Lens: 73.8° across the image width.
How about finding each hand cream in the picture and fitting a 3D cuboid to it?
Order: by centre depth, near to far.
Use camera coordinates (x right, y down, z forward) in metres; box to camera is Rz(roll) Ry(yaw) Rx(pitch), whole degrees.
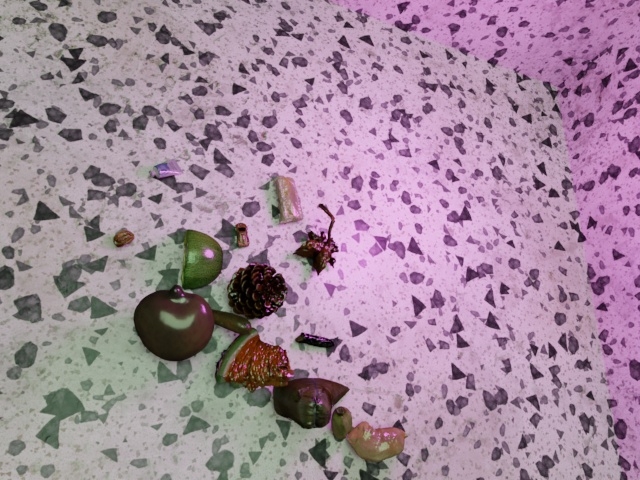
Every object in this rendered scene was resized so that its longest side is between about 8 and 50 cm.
[{"bbox_3d":[-0.694,-0.318,1.904,0.142,0.053,0.084,-29,82,-38],"label":"hand cream"}]

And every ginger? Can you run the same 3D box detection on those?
[{"bbox_3d":[0.245,0.842,1.780,0.267,0.138,0.152,12,62,-11],"label":"ginger"}]

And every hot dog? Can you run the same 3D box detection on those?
[{"bbox_3d":[-0.808,-0.009,1.748,0.083,0.035,0.058,-38,91,-28],"label":"hot dog"}]

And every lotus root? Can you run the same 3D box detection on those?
[{"bbox_3d":[0.085,0.739,1.749,0.077,0.183,0.090,19,41,34],"label":"lotus root"}]

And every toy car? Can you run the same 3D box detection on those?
[{"bbox_3d":[-0.354,-0.026,1.929,0.059,0.035,0.122,-4,74,-18],"label":"toy car"}]

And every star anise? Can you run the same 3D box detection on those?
[{"bbox_3d":[-0.004,-0.002,1.992,0.237,0.148,0.346,10,80,-22],"label":"star anise"}]

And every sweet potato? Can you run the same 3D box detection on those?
[{"bbox_3d":[-0.406,0.320,1.731,0.273,0.075,0.075,15,65,6],"label":"sweet potato"}]

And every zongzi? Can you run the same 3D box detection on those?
[{"bbox_3d":[0.028,0.630,1.675,0.360,0.323,0.160,5,84,-26],"label":"zongzi"}]

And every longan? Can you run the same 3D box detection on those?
[{"bbox_3d":[-0.548,0.303,1.602,0.300,0.243,0.300,-4,109,-11],"label":"longan"}]

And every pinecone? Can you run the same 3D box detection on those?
[{"bbox_3d":[-0.243,0.208,1.749,0.246,0.292,0.246,3,84,-33],"label":"pinecone"}]

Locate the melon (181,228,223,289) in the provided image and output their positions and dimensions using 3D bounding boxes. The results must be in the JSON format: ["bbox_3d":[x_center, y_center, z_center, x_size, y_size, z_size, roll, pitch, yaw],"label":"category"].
[{"bbox_3d":[-0.489,0.067,1.793,0.169,0.129,0.265,5,68,-22],"label":"melon"}]

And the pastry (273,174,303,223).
[{"bbox_3d":[-0.153,-0.204,2.048,0.121,0.089,0.259,2,73,-34],"label":"pastry"}]

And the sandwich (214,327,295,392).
[{"bbox_3d":[-0.242,0.504,1.705,0.301,0.162,0.250,14,48,17],"label":"sandwich"}]

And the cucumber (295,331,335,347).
[{"bbox_3d":[-0.021,0.442,1.876,0.181,0.053,0.053,17,66,-17],"label":"cucumber"}]
